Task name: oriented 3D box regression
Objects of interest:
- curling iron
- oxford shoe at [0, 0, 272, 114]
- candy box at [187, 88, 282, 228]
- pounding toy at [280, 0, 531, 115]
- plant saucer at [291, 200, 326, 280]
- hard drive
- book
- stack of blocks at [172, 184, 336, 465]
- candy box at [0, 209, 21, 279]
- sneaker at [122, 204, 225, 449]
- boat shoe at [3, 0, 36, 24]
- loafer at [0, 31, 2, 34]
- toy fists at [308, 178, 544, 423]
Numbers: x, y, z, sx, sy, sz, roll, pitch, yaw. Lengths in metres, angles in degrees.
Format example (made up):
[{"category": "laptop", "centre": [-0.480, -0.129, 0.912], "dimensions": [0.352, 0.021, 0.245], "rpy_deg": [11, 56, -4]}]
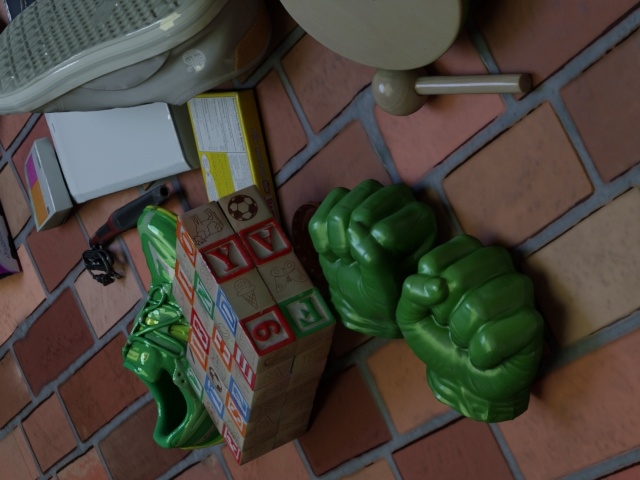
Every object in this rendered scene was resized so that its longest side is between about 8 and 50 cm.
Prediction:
[{"category": "curling iron", "centre": [-0.233, -0.013, 1.891], "dimensions": [0.068, 0.035, 0.274], "rpy_deg": [61, 146, 7]}, {"category": "oxford shoe", "centre": [-0.220, -0.193, 1.631], "dimensions": [0.449, 0.169, 0.130], "rpy_deg": [-8, 143, 44]}, {"category": "candy box", "centre": [-0.088, -0.061, 1.666], "dimensions": [0.105, 0.027, 0.205], "rpy_deg": [5, 111, 51]}, {"category": "pounding toy", "centre": [0.072, -0.228, 1.311], "dimensions": [0.183, 0.110, 0.237], "rpy_deg": [-9, 128, 45]}, {"category": "plant saucer", "centre": [0.000, 0.000, 1.583], "dimensions": [0.083, 0.013, 0.083], "rpy_deg": [29, 128, 45]}, {"category": "hard drive", "centre": [-0.243, -0.161, 1.826], "dimensions": [0.307, 0.040, 0.203], "rpy_deg": [-11, 97, 57]}, {"category": "book", "centre": [-0.356, -0.072, 2.009], "dimensions": [0.144, 0.035, 0.096], "rpy_deg": [151, 102, -72]}, {"category": "stack of blocks", "centre": [-0.078, 0.096, 1.613], "dimensions": [0.171, 0.087, 0.297], "rpy_deg": [58, 160, 22]}, {"category": "candy box", "centre": [-0.539, -0.006, 2.300], "dimensions": [0.233, 0.071, 0.159], "rpy_deg": [-11, 98, 56]}, {"category": "sneaker", "centre": [-0.165, 0.106, 1.774], "dimensions": [0.109, 0.124, 0.295], "rpy_deg": [8, 112, 54]}, {"category": "boat shoe", "centre": [-0.389, -0.360, 1.898], "dimensions": [0.095, 0.079, 0.254], "rpy_deg": [21, 123, 49]}, {"category": "loafer", "centre": [-0.487, -0.183, 2.115], "dimensions": [0.095, 0.109, 0.302], "rpy_deg": [20, 137, -3]}, {"category": "toy fists", "centre": [0.091, 0.044, 1.403], "dimensions": [0.279, 0.096, 0.142], "rpy_deg": [37, 134, 42]}]
